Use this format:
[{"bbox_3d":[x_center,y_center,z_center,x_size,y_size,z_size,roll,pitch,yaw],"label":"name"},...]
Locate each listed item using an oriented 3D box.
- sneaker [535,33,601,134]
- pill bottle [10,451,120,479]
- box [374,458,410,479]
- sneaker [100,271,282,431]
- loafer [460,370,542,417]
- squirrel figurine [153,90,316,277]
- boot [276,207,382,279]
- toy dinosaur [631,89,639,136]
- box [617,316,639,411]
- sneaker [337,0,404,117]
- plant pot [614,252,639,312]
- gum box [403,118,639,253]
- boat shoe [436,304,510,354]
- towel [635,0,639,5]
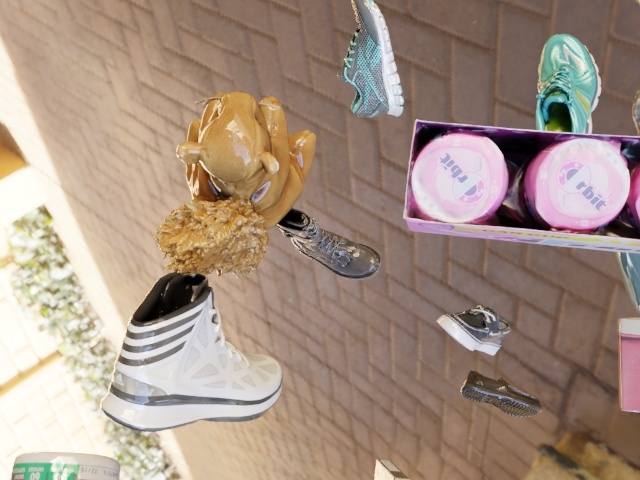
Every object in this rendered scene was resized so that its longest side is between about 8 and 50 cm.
[{"bbox_3d":[0.410,-0.237,1.391,0.107,0.275,0.110,-6,155,27],"label":"sneaker"},{"bbox_3d":[-0.491,0.585,1.533,0.204,0.204,0.361,134,140,-61],"label":"pill bottle"},{"bbox_3d":[0.125,0.545,1.574,0.136,0.036,0.225,-178,96,-79],"label":"box"},{"bbox_3d":[-0.191,0.193,1.540,0.169,0.447,0.257,21,99,31],"label":"sneaker"},{"bbox_3d":[0.464,0.382,2.097,0.220,0.078,0.080,21,144,-9],"label":"loafer"},{"bbox_3d":[-0.168,-0.106,1.642,0.281,0.397,0.370,14,174,-3],"label":"squirrel figurine"},{"bbox_3d":[0.000,0.000,1.905,0.263,0.091,0.229,19,168,22],"label":"boot"},{"bbox_3d":[0.411,-0.057,0.966,0.064,0.118,0.268,-22,61,44],"label":"toy dinosaur"},{"bbox_3d":[0.821,0.311,2.094,0.127,0.148,0.232,-1,85,18],"label":"box"},{"bbox_3d":[0.056,-0.231,1.061,0.065,0.076,0.166,-102,-4,-71],"label":"sneaker"},{"bbox_3d":[0.673,-0.028,1.534,0.293,0.293,0.235,5,136,53],"label":"plant pot"},{"bbox_3d":[0.150,-0.029,0.518,0.188,0.062,0.107,6,178,7],"label":"gum box"},{"bbox_3d":[0.377,0.202,1.977,0.108,0.102,0.301,43,-169,35],"label":"boat shoe"},{"bbox_3d":[0.630,-0.500,1.383,0.271,0.370,0.040,-32,124,20],"label":"towel"}]
